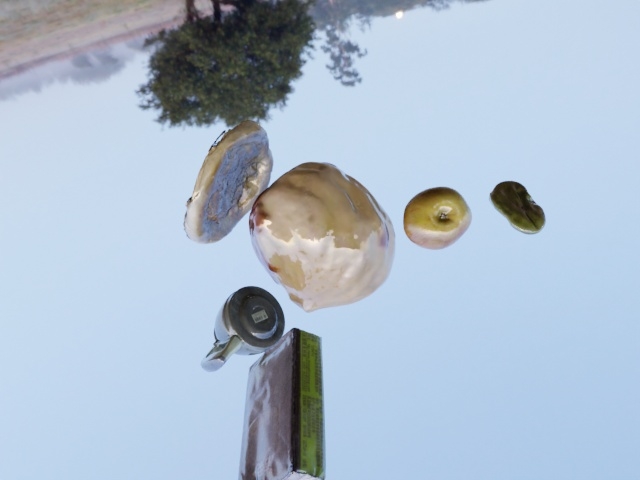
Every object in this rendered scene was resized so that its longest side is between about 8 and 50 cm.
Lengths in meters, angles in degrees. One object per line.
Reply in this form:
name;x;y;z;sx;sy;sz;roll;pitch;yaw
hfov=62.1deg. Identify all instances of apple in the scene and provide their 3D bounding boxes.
apple;0.146;-0.029;0.669;0.084;0.084;0.071;-21;171;-6

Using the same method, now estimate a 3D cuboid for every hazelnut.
hazelnut;0.000;0.000;0.894;0.261;0.261;0.241;10;-103;39

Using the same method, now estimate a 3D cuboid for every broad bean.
broad bean;0.574;-0.101;1.562;0.153;0.072;0.207;1;-143;-6

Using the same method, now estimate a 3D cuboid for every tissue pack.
tissue pack;-0.101;0.475;1.435;0.288;0.124;0.394;-45;-146;39

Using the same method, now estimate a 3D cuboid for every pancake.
pancake;-0.182;-0.108;1.072;0.049;0.282;0.282;31;-132;14

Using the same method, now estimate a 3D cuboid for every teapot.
teapot;-0.130;0.159;0.885;0.108;0.111;0.149;-37;-143;42
